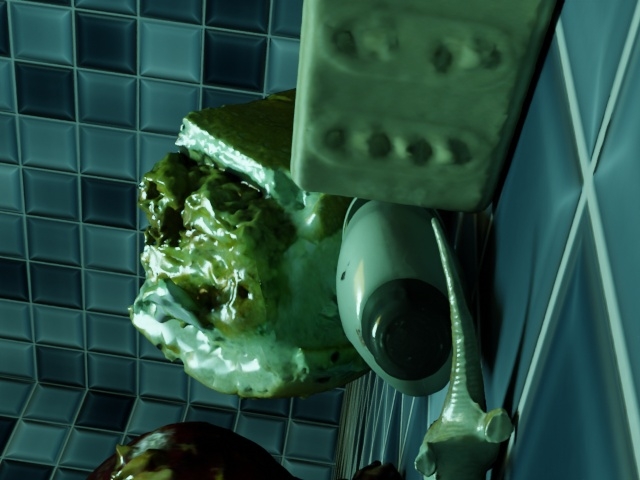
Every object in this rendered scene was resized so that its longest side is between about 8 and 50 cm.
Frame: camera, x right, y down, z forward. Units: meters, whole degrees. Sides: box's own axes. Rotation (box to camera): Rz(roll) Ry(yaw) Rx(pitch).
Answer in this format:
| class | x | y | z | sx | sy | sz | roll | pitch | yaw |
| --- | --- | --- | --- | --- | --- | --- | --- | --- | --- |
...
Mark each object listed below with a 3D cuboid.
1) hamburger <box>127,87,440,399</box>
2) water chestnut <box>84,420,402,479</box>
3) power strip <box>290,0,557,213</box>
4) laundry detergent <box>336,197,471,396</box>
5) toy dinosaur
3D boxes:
| class | x | y | z | sx | sy | sz | roll | pitch | yaw |
| --- | --- | --- | --- | --- | --- | --- | --- | --- | --- |
| hamburger | 0.000 | 0.000 | 0.781 | 0.288 | 0.192 | 0.167 | -21 | -44 | -41 |
| water chestnut | -0.053 | 0.268 | 0.813 | 0.300 | 0.300 | 0.300 | 8 | -90 | -89 |
| power strip | 0.046 | -0.111 | 0.456 | 0.256 | 0.105 | 0.070 | 96 | -179 | -53 |
| laundry detergent | 0.045 | 0.027 | 0.573 | 0.225 | 0.070 | 0.099 | -80 | -18 | -80 |
| toy dinosaur | 0.052 | 0.085 | 0.410 | 0.058 | 0.037 | 0.180 | -102 | 19 | -80 |
